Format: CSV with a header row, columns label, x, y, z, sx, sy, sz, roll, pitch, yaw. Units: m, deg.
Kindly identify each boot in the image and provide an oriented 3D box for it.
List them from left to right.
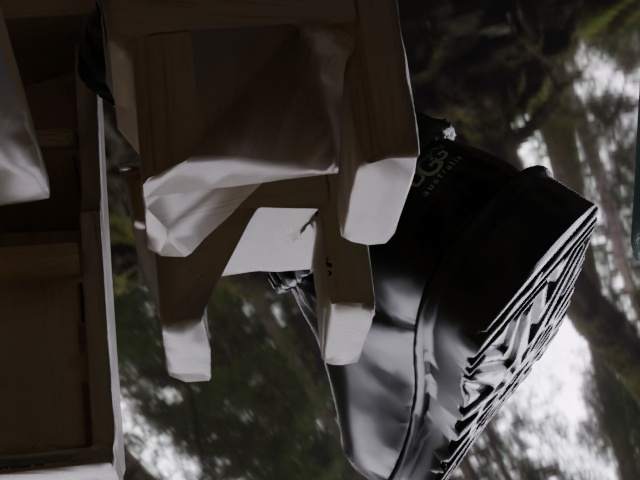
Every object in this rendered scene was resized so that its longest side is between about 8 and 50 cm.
label,x,y,z,sx,sy,sz,roll,pitch,yaw
boot,0.003,-0.003,0.826,0.260,0.348,0.131,36,-117,16

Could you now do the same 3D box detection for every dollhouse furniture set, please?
label,x,y,z,sx,sy,sz,roll,pitch,yaw
dollhouse furniture set,-0.175,-0.057,0.610,0.362,0.394,0.256,-5,-112,-5

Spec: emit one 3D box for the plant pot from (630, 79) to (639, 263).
label,x,y,z,sx,sy,sz,roll,pitch,yaw
plant pot,0.236,-0.134,0.428,0.341,0.341,0.334,7,-102,20
